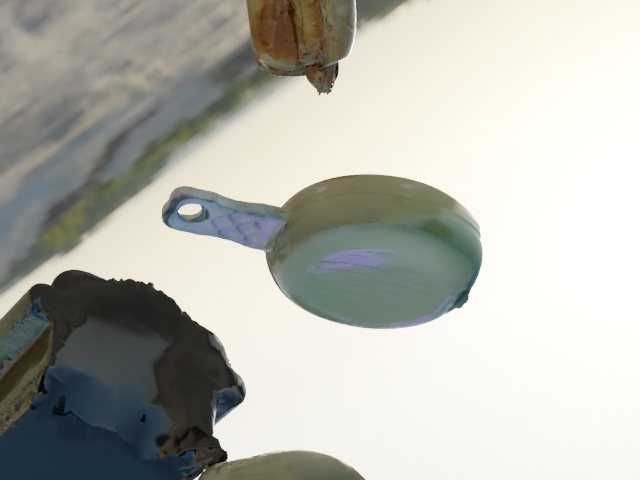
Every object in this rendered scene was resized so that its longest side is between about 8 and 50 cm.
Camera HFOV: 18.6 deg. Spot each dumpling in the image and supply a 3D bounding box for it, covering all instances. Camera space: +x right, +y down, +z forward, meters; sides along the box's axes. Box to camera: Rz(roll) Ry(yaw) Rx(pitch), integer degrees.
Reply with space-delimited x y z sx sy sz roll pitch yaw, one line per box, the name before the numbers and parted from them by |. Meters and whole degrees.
dumpling | -0.046 0.239 1.579 0.162 0.132 0.250 -13 178 -40

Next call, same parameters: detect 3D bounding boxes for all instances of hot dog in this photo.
hot dog | -0.020 -0.245 1.672 0.102 0.249 0.076 -9 179 32

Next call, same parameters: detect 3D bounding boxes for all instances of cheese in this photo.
cheese | 0.000 0.000 1.365 0.137 0.227 0.064 124 -29 -47

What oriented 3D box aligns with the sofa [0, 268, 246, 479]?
sofa | -0.232 0.163 1.998 0.200 0.258 0.182 -44 -148 35
